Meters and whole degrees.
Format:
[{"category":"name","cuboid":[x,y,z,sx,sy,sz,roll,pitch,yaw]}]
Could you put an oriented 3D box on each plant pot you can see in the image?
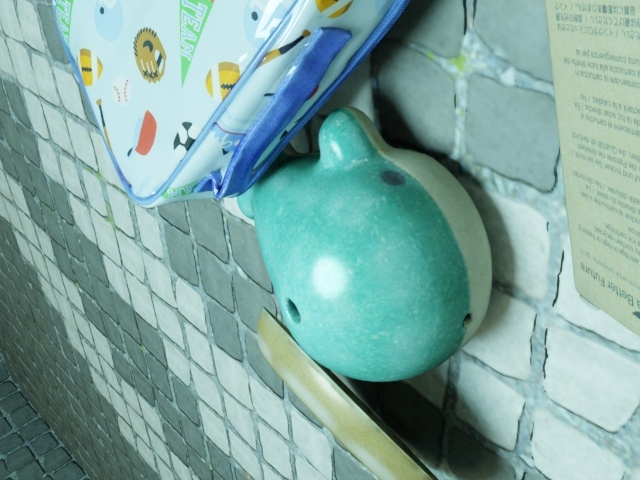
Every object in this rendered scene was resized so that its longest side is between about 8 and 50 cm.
[{"category":"plant pot","cuboid":[0.022,0.152,0.657,0.236,0.032,0.236,44,174,6]}]

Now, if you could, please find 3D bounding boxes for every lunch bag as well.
[{"category":"lunch bag","cuboid":[-0.075,-0.169,0.523,0.303,0.115,0.243,-44,68,42]}]

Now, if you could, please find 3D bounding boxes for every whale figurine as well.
[{"category":"whale figurine","cuboid":[0.000,0.000,0.582,0.272,0.141,0.216,36,140,35]}]

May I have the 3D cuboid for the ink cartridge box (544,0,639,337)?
[{"category":"ink cartridge box","cuboid":[0.183,-0.031,0.273,0.235,0.088,0.193,-126,20,-66]}]
